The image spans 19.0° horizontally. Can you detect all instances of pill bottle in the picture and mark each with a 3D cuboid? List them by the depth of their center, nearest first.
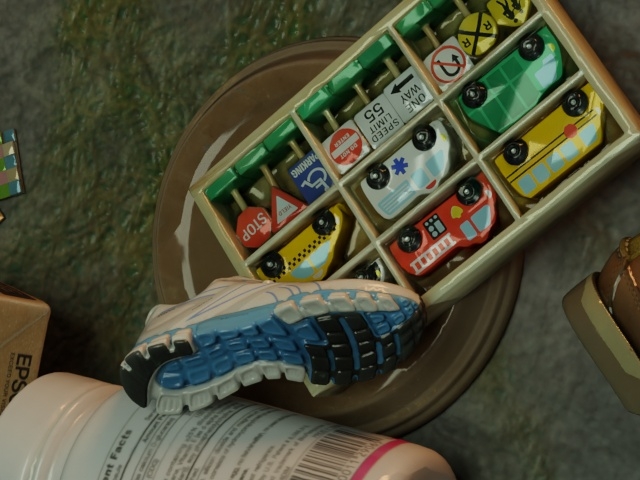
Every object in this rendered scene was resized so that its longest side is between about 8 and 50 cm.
[{"bbox_3d":[-0.068,0.178,1.219,0.283,0.160,0.160,12,92,29],"label":"pill bottle"}]

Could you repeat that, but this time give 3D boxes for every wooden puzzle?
[{"bbox_3d":[-0.243,-0.052,1.417,0.049,0.006,0.083,-16,79,26],"label":"wooden puzzle"}]

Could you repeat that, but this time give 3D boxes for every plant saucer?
[{"bbox_3d":[0.000,0.000,1.268,0.278,0.041,0.277,-2,86,28],"label":"plant saucer"}]

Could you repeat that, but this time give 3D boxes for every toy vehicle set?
[{"bbox_3d":[0.057,-0.046,1.197,0.267,0.035,0.166,-40,69,20],"label":"toy vehicle set"}]

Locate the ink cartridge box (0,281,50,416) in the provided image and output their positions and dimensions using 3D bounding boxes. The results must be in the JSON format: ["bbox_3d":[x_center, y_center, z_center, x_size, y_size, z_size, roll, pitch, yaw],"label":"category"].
[{"bbox_3d":[-0.280,0.136,1.331,0.193,0.088,0.234,17,96,60],"label":"ink cartridge box"}]

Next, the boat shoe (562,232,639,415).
[{"bbox_3d":[0.261,0.114,1.080,0.104,0.111,0.307,-44,68,19],"label":"boat shoe"}]

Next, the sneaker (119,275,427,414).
[{"bbox_3d":[-0.029,0.046,1.180,0.191,0.083,0.071,-9,125,10],"label":"sneaker"}]
